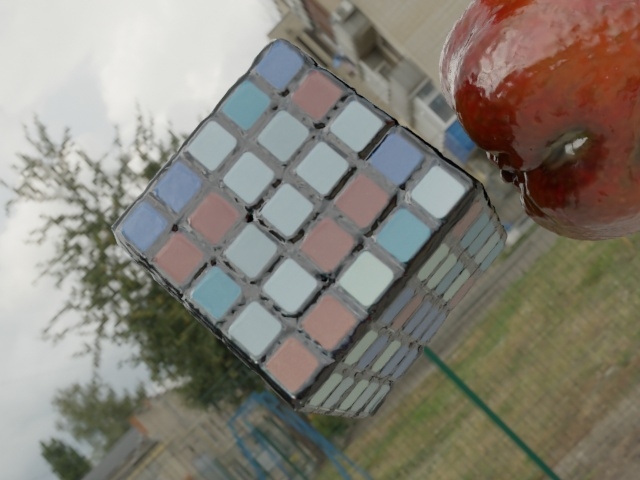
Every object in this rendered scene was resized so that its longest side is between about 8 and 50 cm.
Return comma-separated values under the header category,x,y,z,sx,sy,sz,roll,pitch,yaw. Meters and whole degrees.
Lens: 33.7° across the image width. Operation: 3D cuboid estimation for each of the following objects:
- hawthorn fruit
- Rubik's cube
category,x,y,z,sx,sy,sz,roll,pitch,yaw
hawthorn fruit,0.217,-0.122,0.739,0.243,0.207,0.207,-35,-4,8
Rubik's cube,0.000,0.000,0.747,0.184,0.187,0.182,-53,-19,0
